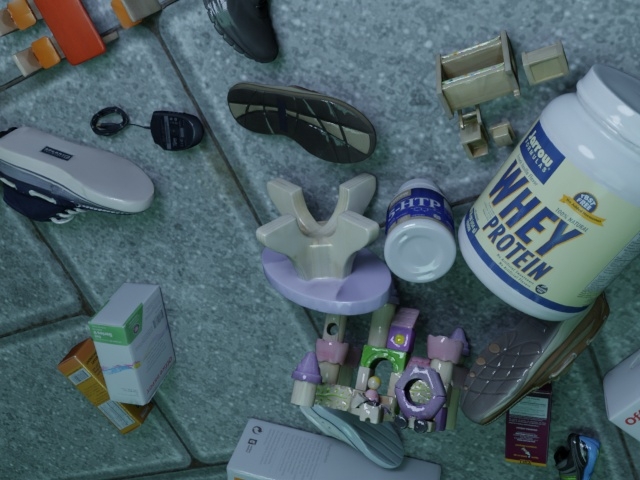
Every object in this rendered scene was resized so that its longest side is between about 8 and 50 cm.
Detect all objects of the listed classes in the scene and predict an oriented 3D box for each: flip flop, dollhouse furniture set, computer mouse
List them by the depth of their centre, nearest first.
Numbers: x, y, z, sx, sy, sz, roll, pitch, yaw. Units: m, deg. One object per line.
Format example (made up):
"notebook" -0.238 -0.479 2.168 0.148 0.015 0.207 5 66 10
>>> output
"dollhouse furniture set" 0.288 -0.229 1.061 0.181 0.101 0.161 -14 139 24
"dollhouse furniture set" -0.442 -0.415 1.133 0.261 0.135 0.259 -16 114 25
"flip flop" -0.029 -0.211 1.167 0.277 0.080 0.112 19 130 24
"computer mouse" -0.318 -0.210 1.281 0.241 0.041 0.071 10 114 20

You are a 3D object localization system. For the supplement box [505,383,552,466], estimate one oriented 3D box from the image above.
"supplement box" 0.396 0.323 1.327 0.080 0.104 0.188 3 120 17

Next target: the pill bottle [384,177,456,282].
"pill bottle" 0.162 -0.025 1.138 0.111 0.187 0.112 3 120 5

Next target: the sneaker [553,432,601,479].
"sneaker" 0.508 0.458 1.406 0.078 0.067 0.188 24 129 29

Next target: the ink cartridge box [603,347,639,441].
"ink cartridge box" 0.673 0.299 1.217 0.278 0.117 0.201 35 124 -4

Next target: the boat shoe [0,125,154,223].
"boat shoe" -0.476 -0.095 1.357 0.340 0.127 0.158 24 131 12

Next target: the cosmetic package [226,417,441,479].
"cosmetic package" 0.025 0.584 1.567 0.452 0.161 0.230 10 122 11

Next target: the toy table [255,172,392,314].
"toy table" 0.000 0.000 1.191 0.274 0.252 0.161 17 128 32

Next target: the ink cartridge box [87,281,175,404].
"ink cartridge box" -0.396 0.219 1.486 0.093 0.154 0.213 3 121 16

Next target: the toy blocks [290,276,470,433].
"toy blocks" 0.117 0.187 1.253 0.288 0.309 0.260 7 80 22

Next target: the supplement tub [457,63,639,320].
"supplement tub" 0.380 -0.065 1.022 0.235 0.235 0.325 30 124 -1

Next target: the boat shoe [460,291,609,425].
"boat shoe" 0.379 0.202 1.202 0.116 0.123 0.324 38 98 -26

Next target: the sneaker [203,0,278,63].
"sneaker" -0.124 -0.410 1.059 0.130 0.109 0.286 -18 115 19

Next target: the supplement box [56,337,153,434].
"supplement box" -0.504 0.345 1.643 0.080 0.078 0.233 -28 109 26

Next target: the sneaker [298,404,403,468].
"sneaker" 0.065 0.397 1.498 0.258 0.094 0.091 42 141 -4
